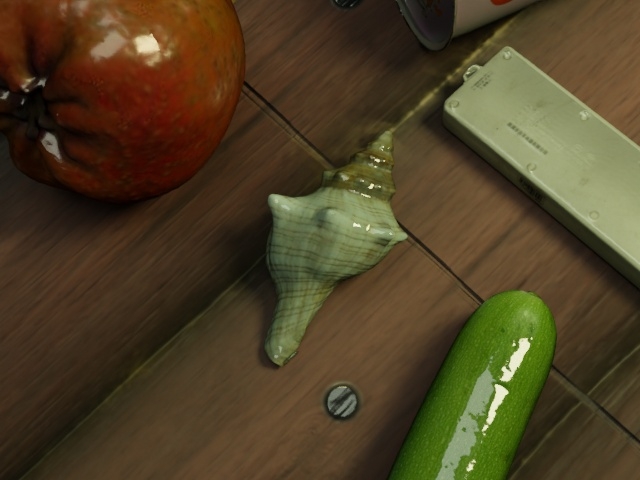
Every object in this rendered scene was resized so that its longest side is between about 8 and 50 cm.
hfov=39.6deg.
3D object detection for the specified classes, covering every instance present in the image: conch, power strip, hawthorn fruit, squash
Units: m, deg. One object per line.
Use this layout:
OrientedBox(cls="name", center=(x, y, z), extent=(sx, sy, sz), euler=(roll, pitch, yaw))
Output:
OrientedBox(cls="conch", center=(-0.003, -0.012, 0.877), extent=(0.234, 0.114, 0.137), euler=(-39, 57, -3))
OrientedBox(cls="power strip", center=(0.281, -0.055, 0.894), extent=(0.106, 0.043, 0.367), euler=(-42, 70, -10))
OrientedBox(cls="hawthorn fruit", center=(-0.192, -0.188, 0.897), extent=(0.277, 0.277, 0.298), euler=(36, 55, 17))
OrientedBox(cls="squash", center=(0.112, 0.208, 0.783), extent=(0.101, 0.101, 0.379), euler=(22, 75, 14))

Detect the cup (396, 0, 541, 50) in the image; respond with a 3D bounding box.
OrientedBox(cls="cup", center=(0.226, -0.339, 0.942), extent=(0.288, 0.203, 0.203), euler=(-19, 68, -8))
